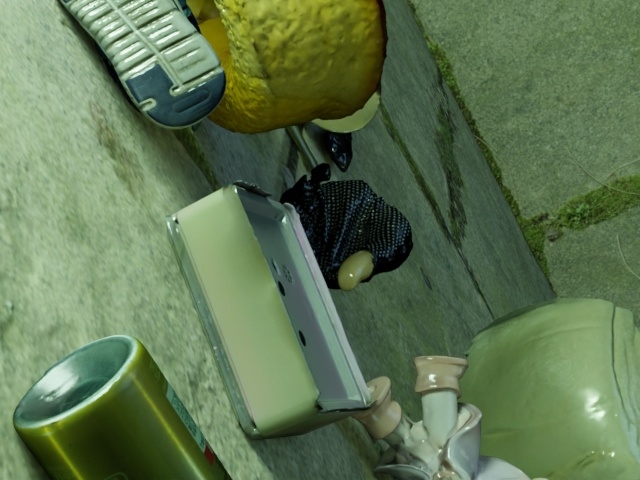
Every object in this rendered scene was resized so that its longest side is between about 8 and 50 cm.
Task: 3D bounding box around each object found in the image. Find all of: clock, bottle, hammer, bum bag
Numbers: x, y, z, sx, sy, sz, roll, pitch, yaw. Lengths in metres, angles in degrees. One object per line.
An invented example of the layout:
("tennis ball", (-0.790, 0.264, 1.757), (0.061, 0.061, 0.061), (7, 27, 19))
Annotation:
("clock", (-0.039, 0.059, 1.152), (0.192, 0.071, 0.147), (68, 14, 11))
("bottle", (-0.063, 0.187, 0.809), (0.286, 0.082, 0.082), (59, 15, -22))
("hammer", (-0.051, -0.164, 1.627), (0.198, 0.013, 0.062), (61, 14, -17))
("bum bag", (0.022, -0.128, 1.796), (0.124, 0.034, 0.057), (-87, 157, -69))

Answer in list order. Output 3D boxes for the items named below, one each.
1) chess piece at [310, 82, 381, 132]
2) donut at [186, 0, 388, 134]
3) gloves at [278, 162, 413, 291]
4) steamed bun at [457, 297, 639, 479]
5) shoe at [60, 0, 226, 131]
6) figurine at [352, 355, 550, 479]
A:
("chess piece", (0.014, -0.235, 1.821), (0.139, 0.124, 0.307), (19, 16, -3))
("donut", (-0.078, -0.218, 1.203), (0.303, 0.110, 0.303), (44, -27, 30))
("gloves", (-0.002, -0.001, 1.395), (0.181, 0.106, 0.129), (-13, 76, -47))
("steamed bun", (0.283, 0.221, 1.714), (0.272, 0.290, 0.273), (49, 25, -9))
("shoe", (-0.151, -0.178, 1.144), (0.207, 0.092, 0.106), (60, -9, -4))
("figurine", (0.132, 0.241, 1.358), (0.133, 0.200, 0.276), (-35, 101, -35))
